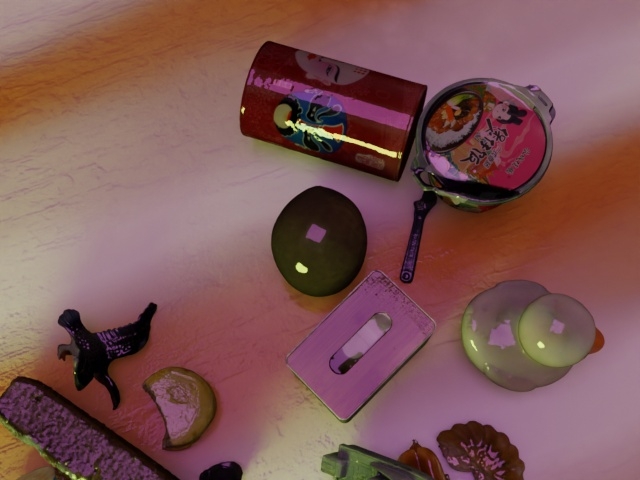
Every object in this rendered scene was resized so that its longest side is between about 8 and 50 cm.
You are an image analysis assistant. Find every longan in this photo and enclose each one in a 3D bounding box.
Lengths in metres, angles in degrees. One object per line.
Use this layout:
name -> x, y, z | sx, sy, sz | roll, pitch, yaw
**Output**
longan -> 0.000, 0.000, 1.548 | 0.198, 0.198, 0.212 | 21, 74, 9

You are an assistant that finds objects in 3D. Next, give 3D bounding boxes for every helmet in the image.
helmet -> -0.184, 0.451, 1.487 | 0.084, 0.049, 0.065 | -15, 37, -29

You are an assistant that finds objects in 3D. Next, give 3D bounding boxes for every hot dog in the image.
hot dog -> 0.192, 0.494, 1.445 | 0.109, 0.072, 0.269 | -7, 74, -1

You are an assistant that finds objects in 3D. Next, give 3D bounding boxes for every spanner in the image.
spanner -> 0.197, -0.012, 1.629 | 0.046, 0.012, 0.208 | 13, 74, 6

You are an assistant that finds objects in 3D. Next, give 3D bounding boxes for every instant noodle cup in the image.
instant noodle cup -> 0.310, -0.164, 1.582 | 0.302, 0.181, 0.258 | -22, 73, -4

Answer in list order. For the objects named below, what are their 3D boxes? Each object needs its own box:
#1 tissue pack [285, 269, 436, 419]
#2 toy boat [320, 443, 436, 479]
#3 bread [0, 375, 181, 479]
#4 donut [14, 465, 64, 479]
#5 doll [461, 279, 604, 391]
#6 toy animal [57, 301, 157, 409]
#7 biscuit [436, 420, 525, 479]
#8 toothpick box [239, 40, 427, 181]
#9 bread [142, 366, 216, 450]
tissue pack -> 0.076, 0.204, 1.505 | 0.159, 0.136, 0.246 | 43, 79, 14
toy boat -> 0.131, 0.454, 1.374 | 0.319, 0.092, 0.141 | 9, 92, 41
bread -> -0.402, 0.398, 1.457 | 0.416, 0.165, 0.113 | 32, 72, 12
donut -> -0.507, 0.465, 1.452 | 0.108, 0.166, 0.065 | -29, 105, -13
doll -> 0.385, 0.167, 1.464 | 0.251, 0.221, 0.221 | 12, 74, 7
toy animal -> -0.425, 0.225, 1.543 | 0.160, 0.197, 0.272 | 19, 30, 24
biscuit -> 0.305, 0.400, 1.474 | 0.118, 0.061, 0.183 | -43, 75, -11
toothpick box -> 0.027, -0.260, 1.616 | 0.333, 0.204, 0.204 | 17, 75, 8
bread -> -0.259, 0.310, 1.518 | 0.125, 0.086, 0.156 | -19, 76, -13
